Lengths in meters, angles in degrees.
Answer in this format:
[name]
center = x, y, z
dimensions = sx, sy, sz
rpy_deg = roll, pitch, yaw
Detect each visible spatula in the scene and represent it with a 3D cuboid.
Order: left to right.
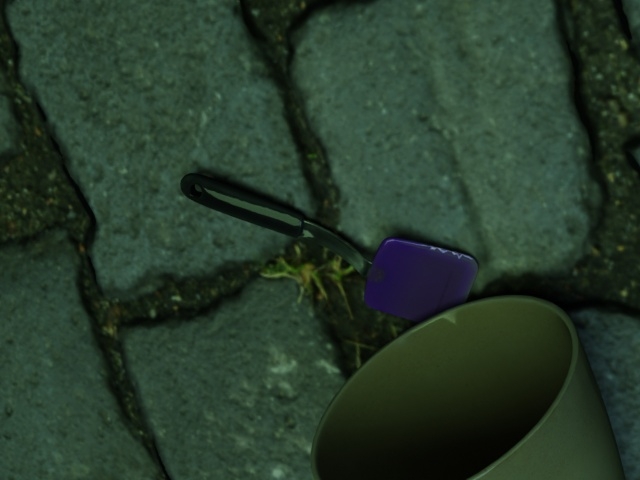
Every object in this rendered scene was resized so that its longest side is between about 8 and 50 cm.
[spatula]
center = 0.000, 0.000, 1.286
dimensions = 0.296, 0.030, 0.084
rpy_deg = 23, 119, 12

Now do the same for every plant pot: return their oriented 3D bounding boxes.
[plant pot]
center = 0.168, 0.235, 1.207
dimensions = 0.256, 0.256, 0.274
rpy_deg = -20, 117, 27
